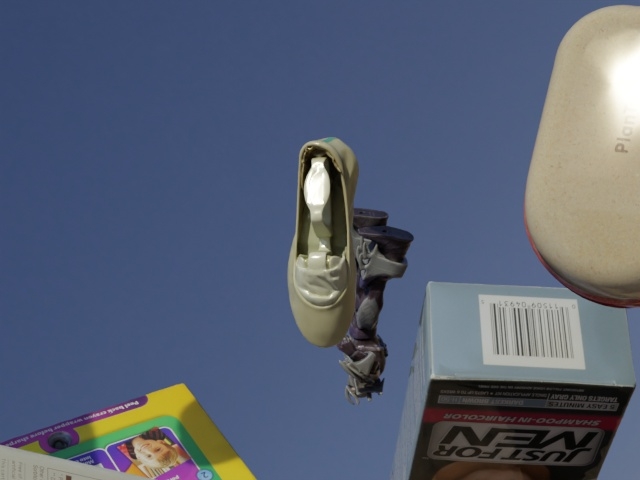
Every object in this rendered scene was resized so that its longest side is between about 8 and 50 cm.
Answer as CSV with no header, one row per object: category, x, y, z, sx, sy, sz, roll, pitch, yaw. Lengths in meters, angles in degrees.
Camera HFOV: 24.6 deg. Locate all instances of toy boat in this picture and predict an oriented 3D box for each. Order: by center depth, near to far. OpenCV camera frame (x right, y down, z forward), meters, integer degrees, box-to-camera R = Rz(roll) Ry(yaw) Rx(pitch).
toy boat,0.248,-0.058,1.129,0.151,0.151,0.231,40,-117,-61

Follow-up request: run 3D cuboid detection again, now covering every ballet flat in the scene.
ballet flat,0.000,0.000,1.713,0.086,0.086,0.248,10,-101,-57

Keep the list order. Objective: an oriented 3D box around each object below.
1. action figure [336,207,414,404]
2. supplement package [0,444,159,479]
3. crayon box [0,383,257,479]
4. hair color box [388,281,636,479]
action figure,0.059,0.102,2.057,0.099,0.185,0.285,0,-68,-12
supplement package,-0.128,0.176,0.707,0.179,0.105,0.105,19,-44,-31
crayon box,-0.246,0.342,1.666,0.363,0.313,0.106,-17,-49,-26
hair color box,0.175,0.197,1.450,0.374,0.185,0.114,95,177,-52
